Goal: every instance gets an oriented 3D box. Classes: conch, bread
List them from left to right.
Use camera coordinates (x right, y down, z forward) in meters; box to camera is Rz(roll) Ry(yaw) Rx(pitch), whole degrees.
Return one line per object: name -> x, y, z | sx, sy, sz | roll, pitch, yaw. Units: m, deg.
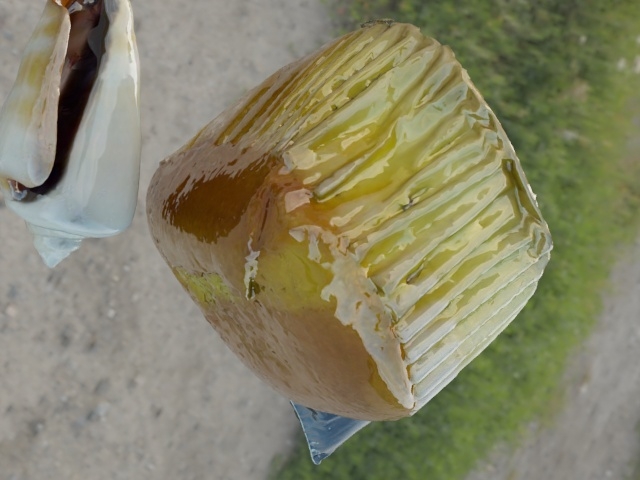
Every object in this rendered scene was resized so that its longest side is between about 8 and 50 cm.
conch -> -0.143, -0.071, 0.825 | 0.104, 0.094, 0.176 | 13, 105, -40
bread -> 0.000, 0.000, 0.830 | 0.156, 0.288, 0.204 | -33, 103, -18

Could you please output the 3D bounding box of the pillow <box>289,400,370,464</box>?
pillow -> 0.015, 0.104, 1.321 | 0.141, 0.055, 0.208 | -37, 131, -15
